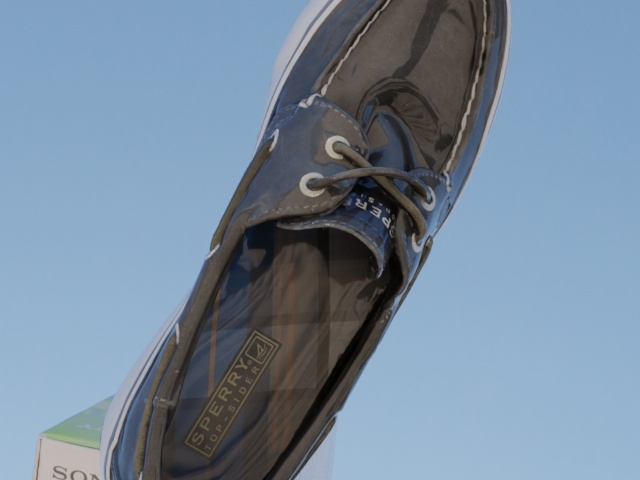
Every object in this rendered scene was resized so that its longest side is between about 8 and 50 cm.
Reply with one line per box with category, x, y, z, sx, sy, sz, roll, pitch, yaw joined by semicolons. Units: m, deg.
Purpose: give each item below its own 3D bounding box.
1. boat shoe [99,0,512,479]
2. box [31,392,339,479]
boat shoe;0.000;0.000;0.551;0.080;0.076;0.228;33;-92;-16
box;-0.061;0.174;0.843;0.058;0.322;0.232;9;-82;13
